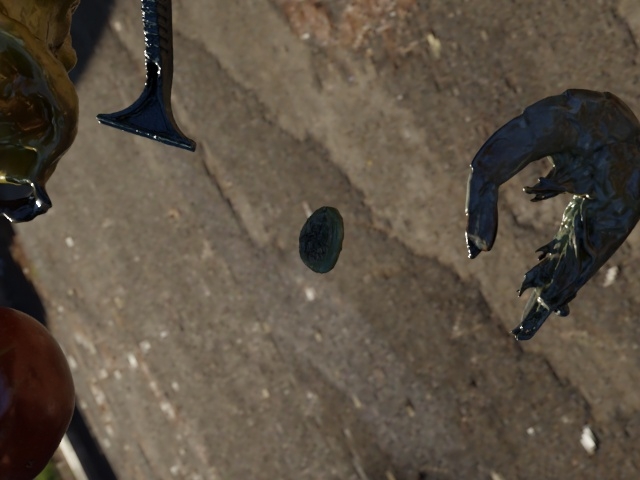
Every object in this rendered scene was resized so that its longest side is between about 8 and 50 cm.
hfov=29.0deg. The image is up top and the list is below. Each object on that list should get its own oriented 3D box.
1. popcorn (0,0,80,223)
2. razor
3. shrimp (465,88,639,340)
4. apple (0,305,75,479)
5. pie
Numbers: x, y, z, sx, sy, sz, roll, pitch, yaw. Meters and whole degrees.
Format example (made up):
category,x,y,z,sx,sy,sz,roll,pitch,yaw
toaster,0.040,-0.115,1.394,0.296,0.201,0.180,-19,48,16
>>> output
category,x,y,z,sx,sy,sz,roll,pitch,yaw
popcorn,-0.387,-0.187,1.317,0.382,0.349,0.349,64,152,9
razor,-0.097,-0.135,0.700,0.066,0.033,0.190,17,137,10
shrimp,0.297,-0.030,1.618,0.085,0.246,0.360,-107,29,-64
apple,-0.465,0.224,1.715,0.260,0.260,0.216,53,-177,21
pie,0.000,-0.002,1.434,0.084,0.021,0.084,-20,66,53
